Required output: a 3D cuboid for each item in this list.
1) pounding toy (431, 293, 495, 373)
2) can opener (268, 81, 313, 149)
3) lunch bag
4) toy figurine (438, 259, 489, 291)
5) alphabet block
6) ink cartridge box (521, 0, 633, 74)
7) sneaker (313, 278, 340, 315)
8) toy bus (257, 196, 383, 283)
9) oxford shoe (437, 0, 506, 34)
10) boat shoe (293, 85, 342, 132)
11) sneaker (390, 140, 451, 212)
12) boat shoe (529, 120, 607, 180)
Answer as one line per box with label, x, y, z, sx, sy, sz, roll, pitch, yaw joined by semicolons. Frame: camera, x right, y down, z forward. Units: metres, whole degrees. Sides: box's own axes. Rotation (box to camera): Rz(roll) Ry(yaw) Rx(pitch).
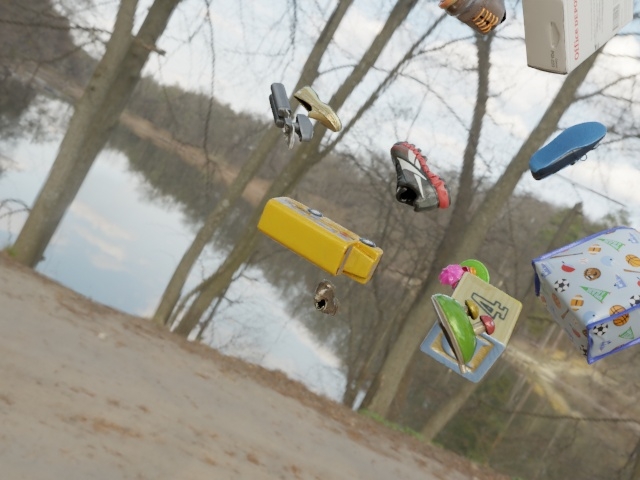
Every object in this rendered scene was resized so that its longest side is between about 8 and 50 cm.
pounding toy;0.360;0.209;1.711;0.237;0.110;0.183;64;3;-63
can opener;-0.088;-0.369;2.054;0.095;0.076;0.284;1;41;-15
lunch bag;0.910;0.151;2.153;0.239;0.385;0.328;68;-4;-46
toy figurine;0.433;0.139;2.158;0.130;0.173;0.159;-21;-19;38
alphabet block;0.429;0.245;1.976;0.193;0.192;0.197;32;42;8
ink cartridge box;0.464;-0.422;1.249;0.092;0.218;0.159;26;-33;42
sneaker;0.009;0.182;2.037;0.066;0.071;0.188;32;-23;26
toy bus;0.000;0.000;1.912;0.332;0.108;0.130;31;18;20
oxford shoe;0.401;-0.591;1.744;0.133;0.130;0.363;55;34;0
boat shoe;-0.013;-0.405;2.204;0.190;0.072;0.068;47;-28;17
sneaker;0.256;-0.180;1.991;0.098;0.135;0.276;81;-18;-52
boat shoe;0.734;-0.271;2.087;0.089;0.258;0.109;66;-1;-52
